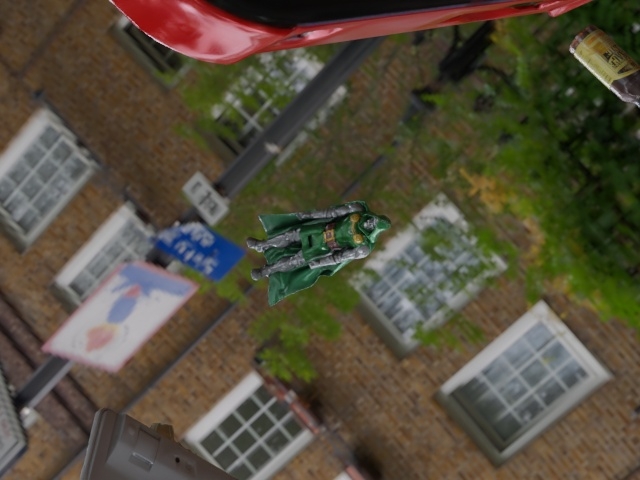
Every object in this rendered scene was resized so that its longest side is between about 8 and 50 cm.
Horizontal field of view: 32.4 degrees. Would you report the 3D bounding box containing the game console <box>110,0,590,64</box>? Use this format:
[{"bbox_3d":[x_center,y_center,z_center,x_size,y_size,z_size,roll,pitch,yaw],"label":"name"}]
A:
[{"bbox_3d":[-0.001,-0.263,0.564,0.386,0.060,0.342,-18,-96,-46],"label":"game console"}]

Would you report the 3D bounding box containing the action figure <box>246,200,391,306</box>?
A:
[{"bbox_3d":[0.000,0.000,1.533,0.063,0.232,0.137,3,-107,-54],"label":"action figure"}]

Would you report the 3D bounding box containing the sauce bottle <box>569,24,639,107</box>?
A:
[{"bbox_3d":[0.325,-0.179,1.188,0.128,0.042,0.042,47,-161,20],"label":"sauce bottle"}]

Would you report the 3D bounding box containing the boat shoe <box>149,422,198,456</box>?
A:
[{"bbox_3d":[-0.150,0.248,1.147,0.059,0.063,0.170,-5,-153,-7],"label":"boat shoe"}]

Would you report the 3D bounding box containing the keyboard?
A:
[{"bbox_3d":[-0.015,0.162,0.506,0.256,0.014,0.072,40,-131,-36],"label":"keyboard"}]
